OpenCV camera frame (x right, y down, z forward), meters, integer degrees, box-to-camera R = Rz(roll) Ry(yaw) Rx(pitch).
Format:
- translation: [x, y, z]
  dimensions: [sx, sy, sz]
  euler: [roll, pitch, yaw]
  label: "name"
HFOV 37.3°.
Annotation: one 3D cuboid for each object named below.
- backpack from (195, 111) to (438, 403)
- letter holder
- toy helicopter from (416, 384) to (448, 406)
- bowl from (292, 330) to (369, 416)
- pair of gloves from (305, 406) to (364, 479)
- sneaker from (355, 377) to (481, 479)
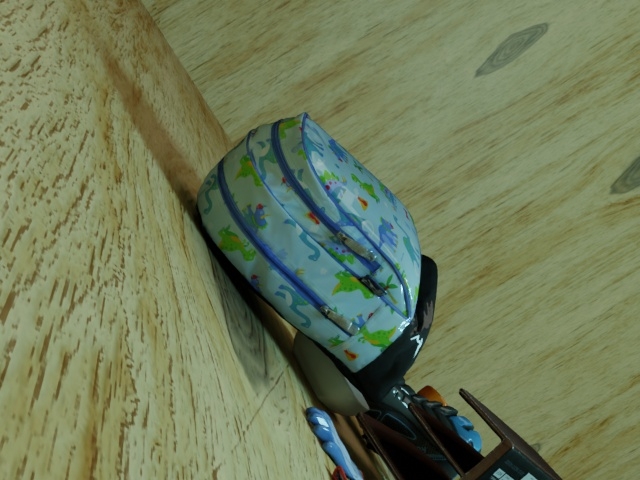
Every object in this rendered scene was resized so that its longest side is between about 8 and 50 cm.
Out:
- translation: [0.000, 0.000, 1.299]
  dimensions: [0.356, 0.273, 0.290]
  euler: [31, 28, -8]
  label: "backpack"
- translation: [0.213, 0.314, 1.360]
  dimensions: [0.302, 0.152, 0.214]
  euler: [42, 6, -47]
  label: "letter holder"
- translation: [0.142, 0.348, 1.990]
  dimensions: [0.235, 0.140, 0.355]
  euler: [50, -12, 20]
  label: "toy helicopter"
- translation: [0.011, 0.196, 1.401]
  dimensions: [0.142, 0.053, 0.142]
  euler: [58, 2, 28]
  label: "bowl"
- translation: [0.040, 0.287, 1.144]
  dimensions: [0.159, 0.023, 0.198]
  euler: [58, 2, -36]
  label: "pair of gloves"
- translation: [0.097, 0.281, 1.570]
  dimensions: [0.341, 0.139, 0.125]
  euler: [40, 18, 7]
  label: "sneaker"
